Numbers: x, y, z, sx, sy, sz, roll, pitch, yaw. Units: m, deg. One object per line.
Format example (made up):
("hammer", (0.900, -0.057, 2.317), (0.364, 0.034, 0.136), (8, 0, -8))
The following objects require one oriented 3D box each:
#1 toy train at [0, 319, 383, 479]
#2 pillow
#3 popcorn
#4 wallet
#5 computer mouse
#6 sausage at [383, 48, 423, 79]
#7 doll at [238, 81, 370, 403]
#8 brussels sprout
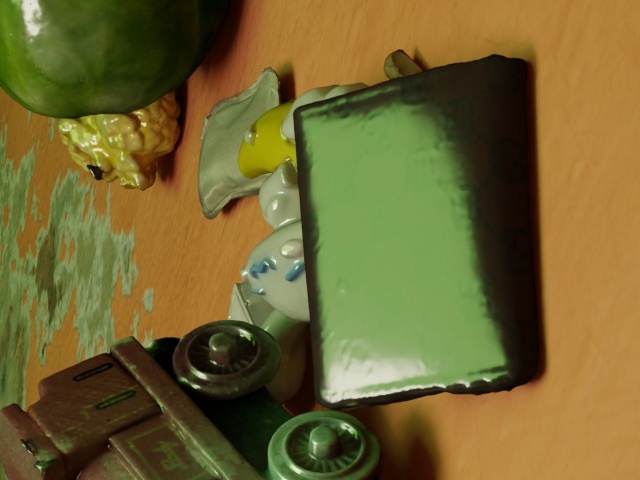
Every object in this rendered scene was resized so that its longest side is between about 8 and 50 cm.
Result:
("toy train", (-0.087, 0.188, 1.126), (0.304, 0.222, 0.150), (39, 143, 41))
("pillow", (-0.083, -0.097, 1.528), (0.233, 0.038, 0.130), (160, 116, -66))
("popcorn", (-0.243, -0.144, 1.819), (0.170, 0.180, 0.180), (-51, 9, -23))
("wallet", (0.065, -0.002, 1.026), (0.182, 0.049, 0.229), (-11, 73, 31))
("computer mouse", (-0.053, 0.103, 1.386), (0.199, 0.045, 0.102), (-126, 42, -69))
("sausage", (0.077, -0.112, 1.141), (0.116, 0.026, 0.026), (-120, 41, -55))
("doll", (0.000, 0.000, 1.187), (0.252, 0.111, 0.237), (-21, 81, 54))
("brussels sprout", (-0.233, -0.294, 1.648), (0.354, 0.282, 0.289), (-80, -16, -72))
